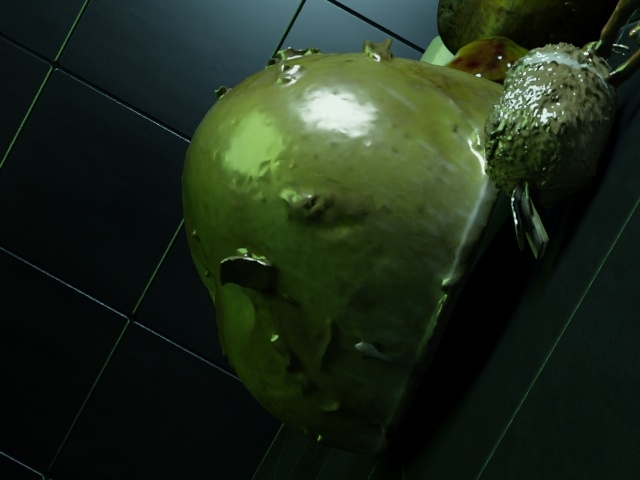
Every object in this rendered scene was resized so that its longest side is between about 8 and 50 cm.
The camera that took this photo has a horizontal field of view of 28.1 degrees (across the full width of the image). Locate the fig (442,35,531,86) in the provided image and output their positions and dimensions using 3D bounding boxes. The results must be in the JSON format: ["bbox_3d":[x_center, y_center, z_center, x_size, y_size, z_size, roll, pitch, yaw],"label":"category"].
[{"bbox_3d":[0.194,-0.147,1.472,0.154,0.144,0.166,-24,-31,-49],"label":"fig"}]

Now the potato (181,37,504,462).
[{"bbox_3d":[0.000,0.000,1.327,0.442,0.319,0.385,101,-167,-52],"label":"potato"}]

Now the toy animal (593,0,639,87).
[{"bbox_3d":[0.277,-0.198,0.983,0.224,0.066,0.230,-61,6,-36],"label":"toy animal"}]

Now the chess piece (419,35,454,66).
[{"bbox_3d":[0.145,-0.115,2.113,0.442,0.234,0.234,-56,0,-2],"label":"chess piece"}]

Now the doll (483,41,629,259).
[{"bbox_3d":[0.191,-0.089,1.095,0.221,0.105,0.115,-59,6,-36],"label":"doll"}]

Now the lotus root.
[{"bbox_3d":[0.254,-0.308,1.545,0.397,0.179,0.196,118,138,-60],"label":"lotus root"}]
